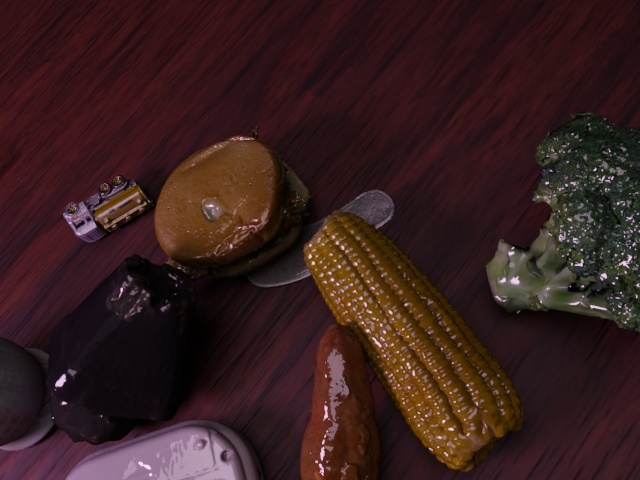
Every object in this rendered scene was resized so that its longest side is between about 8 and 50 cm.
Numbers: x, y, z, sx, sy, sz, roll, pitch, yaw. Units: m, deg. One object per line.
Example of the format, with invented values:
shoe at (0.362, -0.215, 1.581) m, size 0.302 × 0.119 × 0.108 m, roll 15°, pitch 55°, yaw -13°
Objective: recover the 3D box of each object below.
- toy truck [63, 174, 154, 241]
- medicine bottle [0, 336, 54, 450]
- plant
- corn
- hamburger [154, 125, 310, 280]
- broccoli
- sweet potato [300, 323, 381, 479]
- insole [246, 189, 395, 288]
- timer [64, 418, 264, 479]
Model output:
toy truck at (-0.312, -0.046, 1.026) m, size 0.123 × 0.052 × 0.062 m, roll -32°, pitch 71°, yaw -3°
medicine bottle at (-0.433, 0.200, 0.903) m, size 0.147 × 0.143 × 0.147 m, roll -6°, pitch 69°, yaw 16°
plant at (-0.246, 0.145, 0.853) m, size 0.256 × 0.164 × 0.141 m, roll -60°, pitch 30°, yaw 22°
corn at (0.099, 0.107, 0.832) m, size 0.131 × 0.131 × 0.344 m, roll -37°, pitch 64°, yaw -3°
hamburger at (-0.125, -0.037, 0.944) m, size 0.215 × 0.122 × 0.189 m, roll -35°, pitch 58°, yaw 1°
broccoli at (0.318, -0.005, 0.791) m, size 0.270 × 0.270 × 0.269 m, roll -36°, pitch 60°, yaw 34°
sweet potato at (0.022, 0.276, 0.786) m, size 0.106 × 0.095 × 0.354 m, roll 10°, pitch 86°, yaw 1°
insole at (0.000, 0.000, 0.963) m, size 0.232 × 0.003 × 0.080 m, roll -29°, pitch 65°, yaw 0°
timer at (-0.186, 0.347, 0.819) m, size 0.262 × 0.087 × 0.237 m, roll -20°, pitch 66°, yaw 5°
